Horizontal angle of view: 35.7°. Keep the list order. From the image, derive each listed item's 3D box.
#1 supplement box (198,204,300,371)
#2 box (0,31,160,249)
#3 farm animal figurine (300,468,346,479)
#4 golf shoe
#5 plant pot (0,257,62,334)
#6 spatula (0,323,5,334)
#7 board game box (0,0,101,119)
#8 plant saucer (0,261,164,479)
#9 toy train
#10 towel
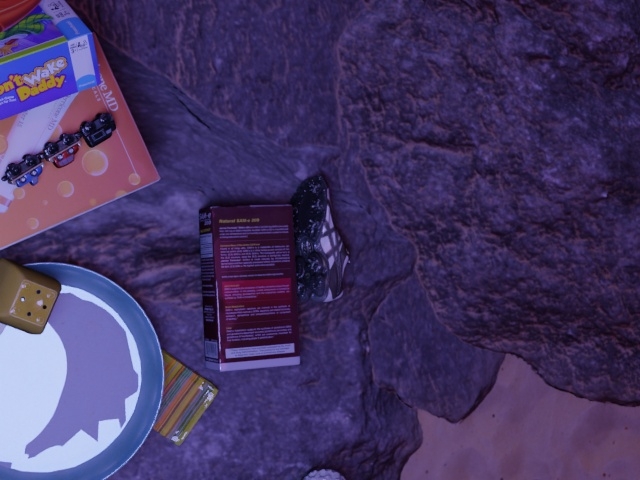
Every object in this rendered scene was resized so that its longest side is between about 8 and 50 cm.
[{"bbox_3d":[-0.106,0.068,1.473,0.130,0.073,0.239,-2,88,-24],"label":"supplement box"},{"bbox_3d":[-0.421,-0.101,1.293,0.345,0.168,0.215,-27,98,-23],"label":"box"},{"bbox_3d":[0.036,0.550,1.452,0.330,0.172,0.326,40,72,-16],"label":"farm animal figurine"},{"bbox_3d":[0.000,0.000,1.534,0.094,0.077,0.198,16,72,-49],"label":"golf shoe"},{"bbox_3d":[-0.381,0.077,1.280,0.081,0.083,0.081,26,81,-30],"label":"plant pot"},{"bbox_3d":[-0.521,0.147,1.237,0.242,0.019,0.168,17,80,-34],"label":"spatula"},{"bbox_3d":[-0.453,-0.274,1.220,0.233,0.078,0.347,-26,53,-23],"label":"board game box"},{"bbox_3d":[-0.374,0.188,1.353,0.318,0.044,0.317,1,87,-19],"label":"plant saucer"},{"bbox_3d":[-0.322,-0.109,1.232,0.158,0.027,0.036,-35,112,-22],"label":"toy train"},{"bbox_3d":[-0.266,0.191,1.425,0.237,0.021,0.102,38,72,-17],"label":"towel"}]
